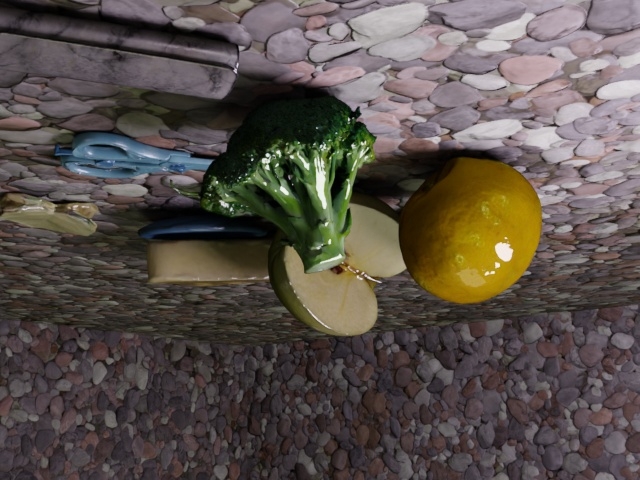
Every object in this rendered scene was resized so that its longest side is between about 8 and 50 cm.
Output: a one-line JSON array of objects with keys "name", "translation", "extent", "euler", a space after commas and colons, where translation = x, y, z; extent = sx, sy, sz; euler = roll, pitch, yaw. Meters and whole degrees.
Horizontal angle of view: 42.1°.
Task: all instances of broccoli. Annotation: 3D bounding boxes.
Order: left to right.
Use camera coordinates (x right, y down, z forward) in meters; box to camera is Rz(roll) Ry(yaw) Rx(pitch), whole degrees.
[{"name": "broccoli", "translation": [-0.042, -0.081, 1.244], "extent": [0.269, 0.269, 0.254], "euler": [-9, -179, 31]}]

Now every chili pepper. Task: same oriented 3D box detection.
[{"name": "chili pepper", "translation": [-0.151, -0.084, 1.656], "extent": [0.278, 0.065, 0.122], "euler": [-3, 158, 1]}]

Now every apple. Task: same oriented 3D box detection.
[{"name": "apple", "translation": [0.027, 0.035, 1.716], "extent": [0.257, 0.295, 0.233], "euler": [28, 179, -18]}]

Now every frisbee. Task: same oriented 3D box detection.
[{"name": "frisbee", "translation": [-0.263, -0.033, 1.865], "extent": [0.289, 0.049, 0.289], "euler": [-1, 177, 0]}]

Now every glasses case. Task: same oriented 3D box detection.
[{"name": "glasses case", "translation": [-0.258, -0.231, 1.042], "extent": [0.299, 0.060, 0.114], "euler": [4, 165, -20]}]

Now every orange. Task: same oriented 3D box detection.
[{"name": "orange", "translation": [0.268, -0.024, 1.517], "extent": [0.235, 0.279, 0.279], "euler": [34, 156, -12]}]

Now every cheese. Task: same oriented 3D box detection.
[{"name": "cheese", "translation": [-0.245, 0.057, 2.072], "extent": [0.383, 0.104, 0.384], "euler": [-2, 175, 0]}]

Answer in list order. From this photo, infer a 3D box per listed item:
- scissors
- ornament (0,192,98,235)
[{"name": "scissors", "translation": [-0.269, -0.138, 1.484], "extent": [0.392, 0.032, 0.180], "euler": [3, 166, -18]}, {"name": "ornament", "translation": [-0.594, -0.051, 1.789], "extent": [0.201, 0.059, 0.180], "euler": [12, 163, -32]}]
